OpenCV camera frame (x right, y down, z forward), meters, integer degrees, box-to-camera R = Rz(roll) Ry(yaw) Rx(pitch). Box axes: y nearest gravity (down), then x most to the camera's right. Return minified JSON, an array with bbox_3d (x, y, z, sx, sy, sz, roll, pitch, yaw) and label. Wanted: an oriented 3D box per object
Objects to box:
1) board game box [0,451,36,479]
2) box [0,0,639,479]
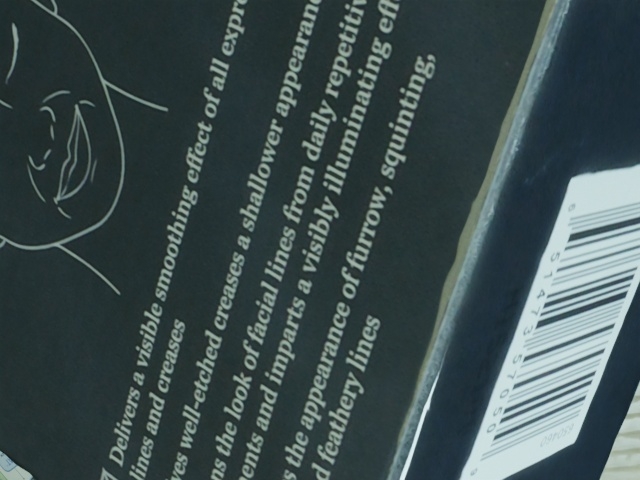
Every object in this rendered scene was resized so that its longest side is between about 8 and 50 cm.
[{"bbox_3d":[-0.184,0.230,1.003,0.242,0.064,0.316,-37,95,30],"label":"board game box"},{"bbox_3d":[-0.044,-0.053,0.659,0.395,0.212,0.293,31,115,30],"label":"box"}]
